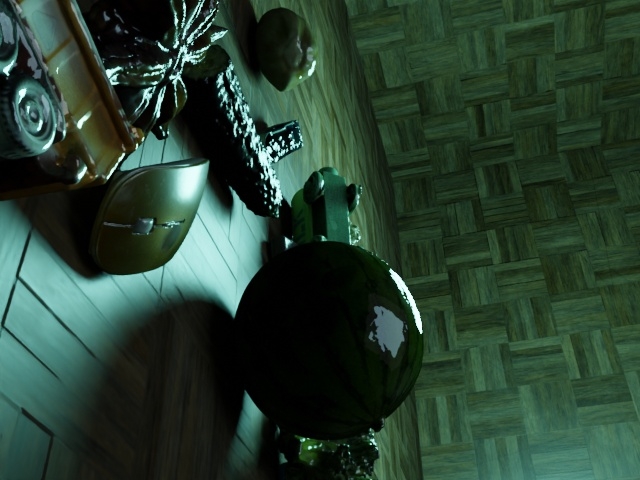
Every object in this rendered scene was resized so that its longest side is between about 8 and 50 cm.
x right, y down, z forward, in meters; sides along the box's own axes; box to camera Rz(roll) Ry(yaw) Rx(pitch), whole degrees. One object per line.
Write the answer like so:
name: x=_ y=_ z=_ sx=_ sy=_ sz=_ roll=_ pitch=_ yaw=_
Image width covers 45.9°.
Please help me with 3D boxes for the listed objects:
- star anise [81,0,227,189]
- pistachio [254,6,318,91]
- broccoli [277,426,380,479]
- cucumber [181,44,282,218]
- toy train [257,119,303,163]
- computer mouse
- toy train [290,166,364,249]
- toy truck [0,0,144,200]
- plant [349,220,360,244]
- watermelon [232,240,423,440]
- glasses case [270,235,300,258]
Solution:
star anise: x=-0.154 y=-0.164 z=0.610 sx=0.272 sy=0.103 sz=0.272 roll=-62 pitch=180 yaw=-1
pistachio: x=-0.064 y=-0.340 z=1.318 sx=0.126 sy=0.108 sz=0.185 roll=108 pitch=-23 yaw=-48
broccoli: x=-0.003 y=0.278 z=0.998 sx=0.160 sy=0.155 sz=0.167 roll=27 pitch=52 yaw=-51
cucumber: x=-0.109 y=-0.121 z=0.964 sx=0.300 sy=0.072 sz=0.072 roll=71 pitch=14 yaw=-51
toy train: x=-0.077 y=-0.155 z=1.212 sx=0.234 sy=0.051 sz=0.052 roll=-52 pitch=131 yaw=-71
computer mouse: x=-0.143 y=-0.027 z=0.680 sx=0.199 sy=0.045 sz=0.102 roll=-41 pitch=154 yaw=-78
toy train: x=0.000 y=0.000 z=1.295 sx=0.157 sy=0.105 sz=0.253 roll=-50 pitch=-144 yaw=44
toy truck: x=-0.198 y=-0.140 z=0.396 sx=0.135 sy=0.114 sz=0.270 roll=-79 pitch=157 yaw=-53
plant: x=0.016 y=-0.023 z=1.488 sx=0.122 sy=0.104 sz=0.116 roll=54 pitch=-7 yaw=-9
watermelon: x=0.010 y=0.121 z=0.924 sx=0.242 sy=0.243 sz=0.242 roll=-10 pitch=90 yaw=-79
glasses case: x=-0.047 y=0.092 z=1.169 sx=0.072 sy=0.042 sz=0.190 roll=39 pitch=43 yaw=-68
